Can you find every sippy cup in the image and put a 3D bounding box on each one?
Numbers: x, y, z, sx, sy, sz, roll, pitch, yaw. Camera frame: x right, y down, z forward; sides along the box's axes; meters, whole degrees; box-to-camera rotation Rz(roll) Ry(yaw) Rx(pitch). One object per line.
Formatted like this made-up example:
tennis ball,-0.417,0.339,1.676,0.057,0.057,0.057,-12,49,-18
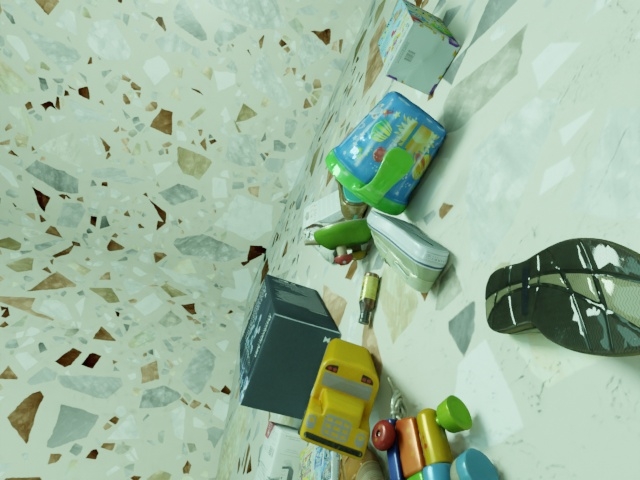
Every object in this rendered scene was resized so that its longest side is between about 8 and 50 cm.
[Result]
sippy cup,0.166,-0.215,0.949,0.224,0.240,0.305,-53,45,25

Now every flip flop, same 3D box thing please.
flip flop,0.272,0.069,0.447,0.277,0.080,0.112,102,179,-78

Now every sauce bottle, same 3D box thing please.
sauce bottle,0.117,0.143,0.993,0.042,0.042,0.128,137,151,-62

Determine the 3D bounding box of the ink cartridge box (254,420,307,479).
ink cartridge box,-0.119,0.646,1.133,0.158,0.092,0.218,144,145,-67

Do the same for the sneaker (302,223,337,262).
sneaker,0.000,0.000,1.480,0.292,0.118,0.110,-127,59,-72

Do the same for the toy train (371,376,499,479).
toy train,0.155,0.269,0.582,0.143,0.105,0.248,-51,22,29

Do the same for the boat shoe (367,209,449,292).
boat shoe,0.163,0.010,0.864,0.302,0.109,0.094,-121,49,-69

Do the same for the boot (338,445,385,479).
boot,0.052,0.479,0.748,0.197,0.073,0.152,-58,16,2

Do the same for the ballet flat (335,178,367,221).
ballet flat,0.105,-0.178,1.378,0.342,0.116,0.124,-94,7,-49

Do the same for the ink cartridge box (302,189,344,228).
ink cartridge box,0.019,-0.109,1.517,0.179,0.045,0.145,-28,33,20

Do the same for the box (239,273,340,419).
box,-0.120,0.325,1.313,0.395,0.212,0.293,-135,66,-74

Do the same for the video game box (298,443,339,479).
video game box,0.001,0.545,0.896,0.187,0.048,0.205,-88,22,-45

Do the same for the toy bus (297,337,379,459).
toy bus,0.042,0.281,0.761,0.333,0.108,0.130,57,-128,-83

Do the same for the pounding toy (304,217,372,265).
pounding toy,0.070,0.020,1.150,0.237,0.183,0.110,146,115,-68

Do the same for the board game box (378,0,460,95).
board game box,0.265,-0.550,1.127,0.275,0.142,0.144,-87,21,-47
